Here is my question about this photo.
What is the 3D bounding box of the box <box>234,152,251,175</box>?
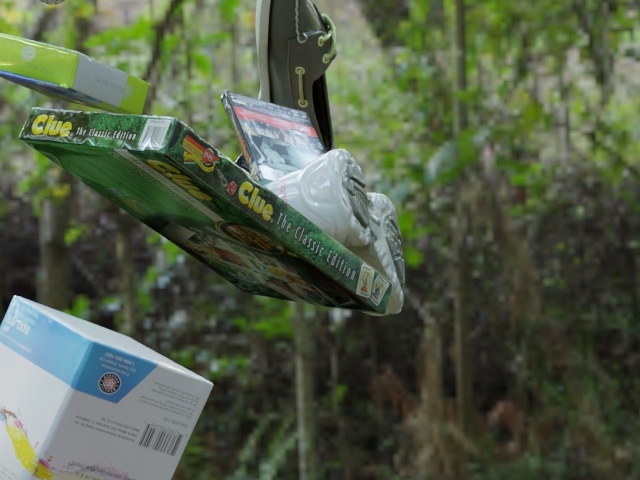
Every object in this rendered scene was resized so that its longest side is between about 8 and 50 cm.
[{"bbox_3d":[-0.031,-0.053,1.383,0.083,0.018,0.067,29,33,-1],"label":"box"}]

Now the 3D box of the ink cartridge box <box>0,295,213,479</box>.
[{"bbox_3d":[-0.305,0.242,1.969,0.198,0.270,0.197,26,-3,-42],"label":"ink cartridge box"}]

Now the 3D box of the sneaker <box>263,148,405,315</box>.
[{"bbox_3d":[0.000,0.000,1.333,0.115,0.090,0.232,-11,-30,15],"label":"sneaker"}]

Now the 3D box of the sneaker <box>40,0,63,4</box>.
[{"bbox_3d":[-0.217,-0.240,1.284,0.076,0.065,0.166,-30,-15,8],"label":"sneaker"}]

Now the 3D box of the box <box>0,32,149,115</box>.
[{"bbox_3d":[-0.255,-0.162,1.593,0.109,0.042,0.178,14,-1,20],"label":"box"}]

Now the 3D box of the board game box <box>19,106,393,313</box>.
[{"bbox_3d":[-0.071,-0.017,1.110,0.136,0.030,0.259,11,-18,39],"label":"board game box"}]

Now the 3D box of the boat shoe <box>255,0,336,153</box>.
[{"bbox_3d":[-0.026,-0.213,1.838,0.091,0.305,0.109,5,44,3],"label":"boat shoe"}]

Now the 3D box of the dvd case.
[{"bbox_3d":[-0.032,-0.078,1.380,0.087,0.013,0.119,13,35,-33],"label":"dvd case"}]
